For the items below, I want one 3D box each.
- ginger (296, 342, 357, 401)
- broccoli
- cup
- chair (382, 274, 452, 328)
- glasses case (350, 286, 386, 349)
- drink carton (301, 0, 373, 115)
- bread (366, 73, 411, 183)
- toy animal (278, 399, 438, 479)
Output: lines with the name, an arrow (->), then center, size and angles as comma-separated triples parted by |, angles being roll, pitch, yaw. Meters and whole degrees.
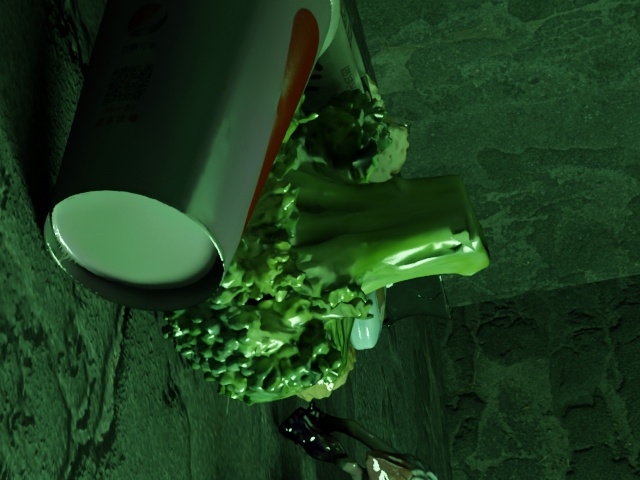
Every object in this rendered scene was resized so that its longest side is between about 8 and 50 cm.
ginger -> -0.032, 0.047, 1.599 | 0.221, 0.130, 0.276 | 61, 22, -70
broccoli -> -0.019, -0.002, 1.316 | 0.338, 0.317, 0.277 | 150, -73, -72
cup -> -0.106, -0.098, 1.086 | 0.203, 0.203, 0.288 | 70, 25, -45
chair -> 0.047, 0.043, 1.790 | 0.140, 0.221, 0.145 | 64, 18, -57
glasses case -> 0.048, 0.049, 1.534 | 0.178, 0.045, 0.067 | -81, 164, -58
drink carton -> -0.068, -0.211, 1.430 | 0.324, 0.194, 0.132 | 67, 10, -50
bread -> 0.012, -0.140, 1.827 | 0.224, 0.211, 0.184 | -27, 113, -86
toy animal -> 0.094, 0.299, 1.673 | 0.324, 0.090, 0.195 | 44, -10, -16
